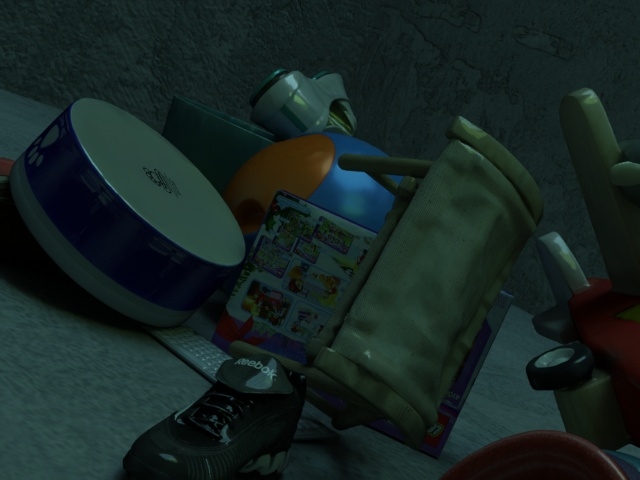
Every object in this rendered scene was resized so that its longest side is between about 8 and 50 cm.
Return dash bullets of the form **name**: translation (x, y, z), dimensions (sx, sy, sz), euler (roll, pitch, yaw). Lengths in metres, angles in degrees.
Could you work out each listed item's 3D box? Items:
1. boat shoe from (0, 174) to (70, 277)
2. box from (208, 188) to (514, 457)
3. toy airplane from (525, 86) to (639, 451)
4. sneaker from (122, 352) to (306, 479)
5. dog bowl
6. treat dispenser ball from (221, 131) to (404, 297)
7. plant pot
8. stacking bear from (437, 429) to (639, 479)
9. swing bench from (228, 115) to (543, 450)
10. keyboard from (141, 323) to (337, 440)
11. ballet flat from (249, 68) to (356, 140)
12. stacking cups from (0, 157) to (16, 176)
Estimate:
- **boat shoe**: translation (-0.310, -0.006, 1.214), dimensions (0.095, 0.095, 0.257), euler (35, 11, 32)
- **box**: translation (0.044, 0.091, 1.208), dimensions (0.293, 0.201, 0.057), euler (25, 4, 5)
- **toy airplane**: translation (0.347, 0.086, 1.047), dimensions (0.386, 0.272, 0.384), euler (51, 22, -52)
- **sneaker**: translation (-0.072, 0.136, 0.822), dimensions (0.078, 0.106, 0.234), euler (25, 6, 20)
- **dog bowl**: translation (-0.213, -0.034, 1.204), dimensions (0.265, 0.104, 0.265), euler (42, 15, -14)
- **treat dispenser ball**: translation (0.000, 0.000, 1.414), dimensions (0.288, 0.288, 0.288), euler (24, 6, -3)
- **plant pot**: translation (-0.139, -0.062, 1.653), dimensions (0.293, 0.235, 0.293), euler (24, 6, -3)
- **stacking bear**: translation (0.228, 0.249, 0.809), dimensions (0.289, 0.164, 0.175), euler (28, 12, -46)
- **swing bench**: translation (0.073, 0.047, 1.006), dimensions (0.165, 0.253, 0.254), euler (36, -16, -18)
- **keyboard**: translation (-0.091, 0.145, 1.115), dimensions (0.256, 0.014, 0.072), euler (29, 8, 41)
- **ballet flat**: translation (-0.010, -0.194, 1.700), dimensions (0.139, 0.139, 0.400), euler (25, 10, 8)
- **stacking cups**: translation (-0.306, -0.051, 1.446), dimensions (0.316, 0.096, 0.096), euler (18, 5, 13)
